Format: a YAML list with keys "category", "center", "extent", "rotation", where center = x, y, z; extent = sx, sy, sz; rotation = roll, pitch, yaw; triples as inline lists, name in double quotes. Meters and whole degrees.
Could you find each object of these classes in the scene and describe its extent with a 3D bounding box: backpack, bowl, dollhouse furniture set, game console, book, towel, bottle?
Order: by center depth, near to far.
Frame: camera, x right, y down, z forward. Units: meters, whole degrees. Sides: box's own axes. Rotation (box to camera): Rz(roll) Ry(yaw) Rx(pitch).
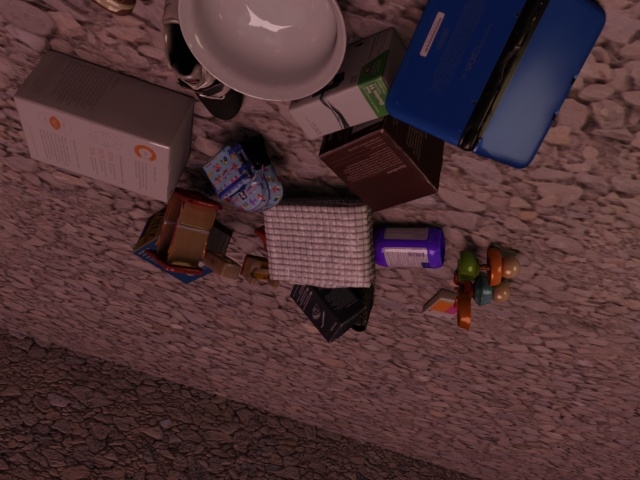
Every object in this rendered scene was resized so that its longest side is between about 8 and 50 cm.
- category: "game console"
  center: [0.293, -0.301, 0.976]
  extent: [0.250, 0.173, 0.293]
  rotation: [30, 108, 21]
- category: "bowl"
  center: [-0.090, -0.404, 1.014]
  extent: [0.297, 0.134, 0.298]
  rotation: [9, 146, 6]
- category: "backpack"
  center: [-0.180, -0.144, 1.390]
  extent: [0.158, 0.117, 0.173]
  rotation: [-23, 97, 42]
- category: "towel"
  center: [0.000, 0.000, 1.506]
  extent: [0.283, 0.121, 0.235]
  rotation: [2, 112, 18]
- category: "bottle"
  center: [0.192, 0.019, 1.559]
  extent: [0.282, 0.092, 0.118]
  rotation: [1, 146, 20]
- category: "dollhouse furniture set"
  center: [-0.270, -0.006, 1.599]
  extent: [0.374, 0.202, 0.152]
  rotation: [13, -171, -41]
- category: "book"
  center: [0.395, 0.206, 1.811]
  extent: [0.096, 0.035, 0.144]
  rotation: [17, 147, -8]

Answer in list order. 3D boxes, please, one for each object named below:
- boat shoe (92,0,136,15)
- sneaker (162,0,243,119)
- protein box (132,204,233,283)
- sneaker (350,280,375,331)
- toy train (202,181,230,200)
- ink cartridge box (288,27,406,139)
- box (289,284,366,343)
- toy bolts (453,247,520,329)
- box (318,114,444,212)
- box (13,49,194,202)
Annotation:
- category: "boat shoe"
  center: [-0.449, -0.521, 1.040]
  extent: [0.257, 0.095, 0.095]
  rotation: [24, 132, -24]
- category: "sneaker"
  center: [-0.249, -0.346, 1.157]
  extent: [0.122, 0.146, 0.331]
  rotation: [4, 146, 13]
- category: "protein box"
  center: [-0.416, 0.006, 1.735]
  extent: [0.201, 0.136, 0.199]
  rotation: [36, 141, -28]
- category: "sneaker"
  center: [0.127, 0.197, 1.820]
  extent: [0.083, 0.118, 0.222]
  rotation: [3, 145, 18]
- category: "toy train"
  center: [-0.250, -0.124, 1.571]
  extent: [0.158, 0.036, 0.027]
  rotation: [15, 146, 0]
- category: "ink cartridge box"
  center: [0.056, -0.297, 1.101]
  extent: [0.208, 0.153, 0.087]
  rotation: [-12, 137, 33]
- category: "box"
  center: [0.019, 0.187, 1.770]
  extent: [0.207, 0.108, 0.153]
  rotation: [49, 149, 14]
- category: "toy bolts"
  center: [0.454, 0.145, 1.570]
  extent: [0.158, 0.219, 0.228]
  rotation: [2, 163, 8]
- category: "box"
  center: [0.133, -0.197, 1.200]
  extent: [0.167, 0.169, 0.203]
  rotation: [-17, 134, 38]
- category: "box"
  center: [-0.492, -0.262, 1.348]
  extent: [0.345, 0.168, 0.215]
  rotation: [19, 146, -5]
